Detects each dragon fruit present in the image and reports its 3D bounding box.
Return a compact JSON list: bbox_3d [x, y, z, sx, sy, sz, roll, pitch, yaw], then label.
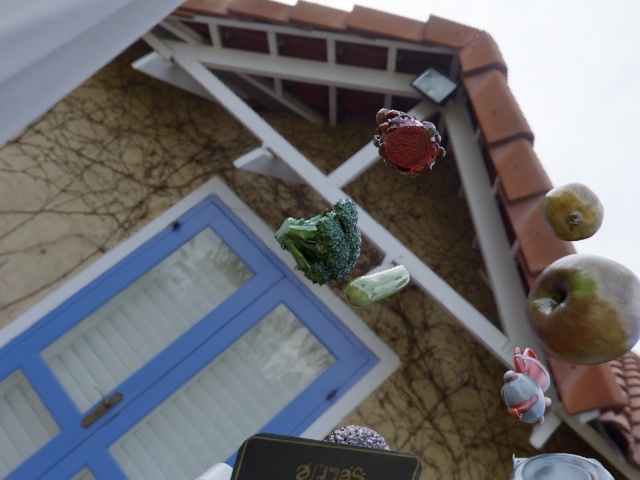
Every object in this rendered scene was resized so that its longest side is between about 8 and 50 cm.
[{"bbox_3d":[0.187,-0.232,1.353,0.150,0.133,0.208,36,15,-52],"label":"dragon fruit"}]

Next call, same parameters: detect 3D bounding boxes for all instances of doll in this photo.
[{"bbox_3d":[0.606,0.438,1.740,0.105,0.336,0.200,-30,-90,31],"label":"doll"}]

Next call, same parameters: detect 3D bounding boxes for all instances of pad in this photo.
[{"bbox_3d":[0.019,0.467,1.091,0.375,0.315,0.063,13,9,-18],"label":"pad"}]

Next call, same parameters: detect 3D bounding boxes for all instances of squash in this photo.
[{"bbox_3d":[0.153,0.116,1.541,0.083,0.250,0.083,12,-72,38],"label":"squash"}]

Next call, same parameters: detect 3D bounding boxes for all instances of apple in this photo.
[{"bbox_3d":[0.934,0.243,2.068,0.333,0.401,0.400,20,-11,-17],"label":"apple"}]

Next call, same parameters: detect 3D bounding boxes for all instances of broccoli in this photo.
[{"bbox_3d":[0.000,0.000,1.741,0.245,0.265,0.294,23,-34,-21],"label":"broccoli"}]

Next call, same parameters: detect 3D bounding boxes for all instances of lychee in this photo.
[{"bbox_3d":[0.078,0.625,1.599,0.235,0.271,0.236,1,-89,40],"label":"lychee"}]

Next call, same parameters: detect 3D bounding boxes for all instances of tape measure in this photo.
[{"bbox_3d":[0.605,0.646,1.478,0.275,0.256,0.147,-37,118,-69],"label":"tape measure"}]

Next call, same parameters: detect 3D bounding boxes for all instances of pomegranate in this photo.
[{"bbox_3d":[0.756,-0.082,1.781,0.196,0.196,0.196,43,-20,20],"label":"pomegranate"}]

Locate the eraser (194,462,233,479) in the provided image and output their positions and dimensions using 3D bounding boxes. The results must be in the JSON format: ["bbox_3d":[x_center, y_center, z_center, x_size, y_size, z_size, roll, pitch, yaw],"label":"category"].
[{"bbox_3d":[-0.268,0.893,1.813,0.331,0.331,0.150,47,16,10],"label":"eraser"}]
